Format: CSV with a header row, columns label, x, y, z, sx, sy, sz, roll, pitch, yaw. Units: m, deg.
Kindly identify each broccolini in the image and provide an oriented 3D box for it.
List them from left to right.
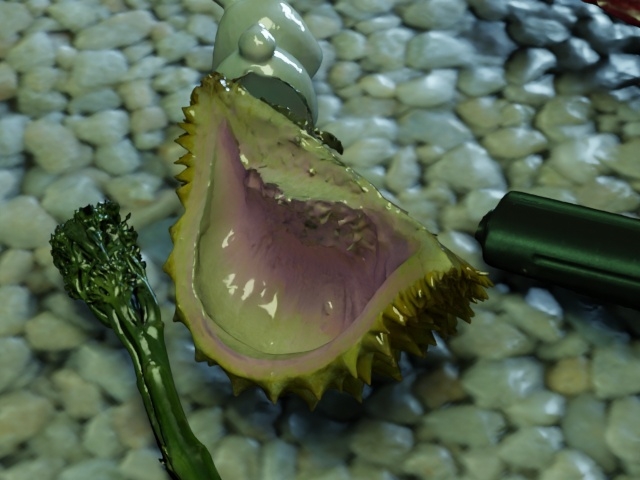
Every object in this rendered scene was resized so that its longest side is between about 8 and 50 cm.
label,x,y,z,sx,sy,sz,roll,pitch,yaw
broccolini,-0.084,0.069,0.938,0.051,0.054,0.239,-6,46,-26

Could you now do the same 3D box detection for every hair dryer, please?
label,x,y,z,sx,sy,sz,roll,pitch,yaw
hair dryer,0.240,-0.004,0.976,0.302,0.116,0.244,17,45,26

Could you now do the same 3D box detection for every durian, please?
label,x,y,z,sx,sy,sz,roll,pitch,yaw
durian,0.002,0.000,0.943,0.182,0.132,0.165,13,35,15

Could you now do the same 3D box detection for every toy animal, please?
label,x,y,z,sx,sy,sz,roll,pitch,yaw
toy animal,-0.038,-0.110,1.099,0.071,0.085,0.124,-13,38,13

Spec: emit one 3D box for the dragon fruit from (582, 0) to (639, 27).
label,x,y,z,sx,sy,sz,roll,pitch,yaw
dragon fruit,0.228,-0.249,1.119,0.330,0.240,0.302,-2,26,-11
